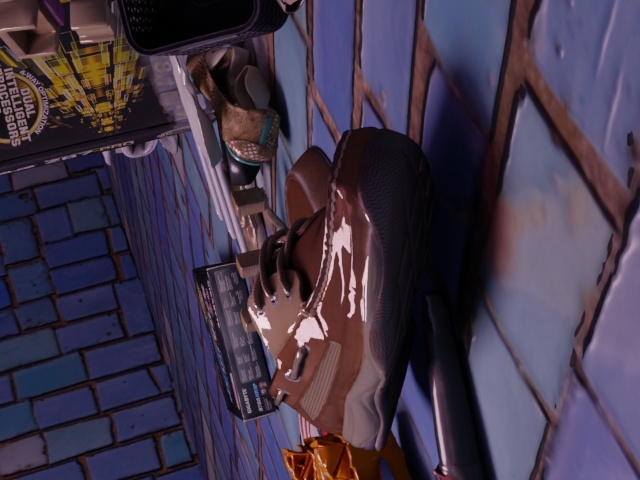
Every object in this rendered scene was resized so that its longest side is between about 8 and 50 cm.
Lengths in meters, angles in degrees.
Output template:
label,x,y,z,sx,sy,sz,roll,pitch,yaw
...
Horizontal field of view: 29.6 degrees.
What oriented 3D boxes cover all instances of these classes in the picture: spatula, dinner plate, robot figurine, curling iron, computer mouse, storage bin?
label,x,y,z,sx,sy,sz,roll,pitch,yaw
spatula,-0.120,-0.083,1.285,0.168,0.019,0.242,-124,16,-51
dinner plate,0.003,0.256,1.394,0.141,0.017,0.141,166,90,-76
robot figurine,0.055,0.305,1.056,0.211,0.085,0.290,139,116,-69
curling iron,0.095,0.167,0.855,0.068,0.035,0.273,-144,41,-71
computer mouse,-0.099,-0.138,1.366,0.242,0.041,0.071,-110,11,-52
storage bin,-0.110,-0.252,1.014,0.084,0.122,0.180,-33,-70,-72

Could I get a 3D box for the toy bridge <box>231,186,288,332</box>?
label,x,y,z,sx,sy,sz,roll,pitch,yaw
toy bridge,-0.057,0.022,1.277,0.026,0.063,0.188,-118,19,-46

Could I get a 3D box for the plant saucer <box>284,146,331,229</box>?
label,x,y,z,sx,sy,sz,roll,pitch,yaw
plant saucer,0.000,0.000,1.094,0.168,0.029,0.168,166,90,-76

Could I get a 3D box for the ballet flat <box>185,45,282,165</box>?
label,x,y,z,sx,sy,sz,roll,pitch,yaw
ballet flat,-0.082,-0.155,1.226,0.067,0.073,0.206,-64,37,28

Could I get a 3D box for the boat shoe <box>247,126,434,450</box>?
label,x,y,z,sx,sy,sz,roll,pitch,yaw
boat shoe,0.005,0.043,0.829,0.324,0.117,0.123,93,-165,-52

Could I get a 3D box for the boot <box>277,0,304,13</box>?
label,x,y,z,sx,sy,sz,roll,pitch,yaw
boot,-0.024,-0.228,0.927,0.118,0.042,0.087,139,109,-77

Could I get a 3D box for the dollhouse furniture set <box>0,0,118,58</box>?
label,x,y,z,sx,sy,sz,roll,pitch,yaw
dollhouse furniture set,-0.219,-0.353,1.240,0.286,0.304,0.198,61,-155,-68

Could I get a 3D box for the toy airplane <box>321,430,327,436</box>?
label,x,y,z,sx,sy,sz,roll,pitch,yaw
toy airplane,0.027,0.203,1.203,0.151,0.028,0.151,164,90,-77

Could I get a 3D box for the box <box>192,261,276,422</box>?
label,x,y,z,sx,sy,sz,roll,pitch,yaw
box,-0.125,0.141,1.734,0.175,0.051,0.220,174,82,-77

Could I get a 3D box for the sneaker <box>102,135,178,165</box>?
label,x,y,z,sx,sy,sz,roll,pitch,yaw
sneaker,-0.327,-0.198,2.020,0.366,0.137,0.210,108,148,-61

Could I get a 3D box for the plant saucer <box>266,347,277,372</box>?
label,x,y,z,sx,sy,sz,roll,pitch,yaw
plant saucer,-0.044,0.130,1.442,0.119,0.021,0.119,165,90,-78

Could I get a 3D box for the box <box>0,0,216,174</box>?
label,x,y,z,sx,sy,sz,roll,pitch,yaw
box,-0.332,-0.300,1.523,0.097,0.318,0.394,162,94,-77

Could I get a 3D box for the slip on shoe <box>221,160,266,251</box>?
label,x,y,z,sx,sy,sz,roll,pitch,yaw
slip on shoe,-0.093,-0.032,1.421,0.051,0.041,0.135,-129,27,-61
